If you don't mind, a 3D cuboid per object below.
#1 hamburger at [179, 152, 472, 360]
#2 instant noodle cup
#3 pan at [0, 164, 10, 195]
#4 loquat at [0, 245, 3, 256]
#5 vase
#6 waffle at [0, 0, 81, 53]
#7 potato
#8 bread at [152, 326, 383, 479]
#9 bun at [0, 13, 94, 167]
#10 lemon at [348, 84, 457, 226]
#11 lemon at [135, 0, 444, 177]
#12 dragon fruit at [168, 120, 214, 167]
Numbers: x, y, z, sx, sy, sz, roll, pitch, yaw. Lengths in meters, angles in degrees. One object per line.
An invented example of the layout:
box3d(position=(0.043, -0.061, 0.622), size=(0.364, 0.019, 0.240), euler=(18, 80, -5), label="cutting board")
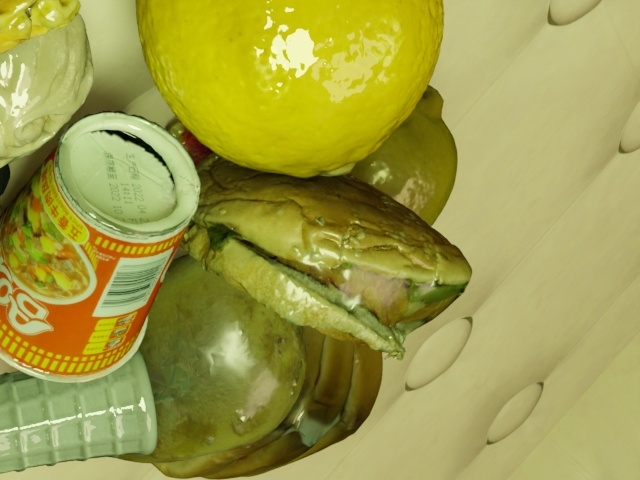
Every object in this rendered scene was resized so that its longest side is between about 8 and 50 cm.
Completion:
box3d(position=(0.002, 0.001, 1.488), size=(0.265, 0.285, 0.134), euler=(26, 93, -26), label="hamburger")
box3d(position=(-0.207, -0.004, 1.424), size=(0.193, 0.193, 0.212), euler=(-24, 162, -39), label="instant noodle cup")
box3d(position=(-0.328, -0.053, 1.420), size=(0.115, 0.023, 0.068), euler=(-8, 135, -47), label="pan")
box3d(position=(-0.374, 0.048, 1.329), size=(0.234, 0.176, 0.187), euler=(-25, 135, -23), label="loquat")
box3d(position=(-0.308, 0.177, 1.505), size=(0.298, 0.143, 0.143), euler=(-9, 140, -15), label="vase")
box3d(position=(-0.319, -0.132, 1.101), size=(0.281, 0.300, 0.058), euler=(-30, 110, -56), label="waffle")
box3d(position=(-0.153, 0.126, 1.673), size=(0.307, 0.210, 0.173), euler=(-17, -174, 18), label="potato")
box3d(position=(-0.063, 0.166, 1.908), size=(0.300, 0.210, 0.341), euler=(-48, 154, 5), label="bread")
box3d(position=(-0.263, -0.127, 1.332), size=(0.183, 0.102, 0.183), euler=(-34, 147, -26), label="bun")
box3d(position=(0.049, -0.069, 1.775), size=(0.248, 0.184, 0.184), euler=(-53, 153, 1), label="lemon")
box3d(position=(-0.026, -0.198, 1.391), size=(0.293, 0.293, 0.293), euler=(-35, 151, -23), label="lemon")
box3d(position=(-0.082, -0.055, 1.663), size=(0.133, 0.207, 0.150), euler=(-53, -162, 34), label="dragon fruit")
